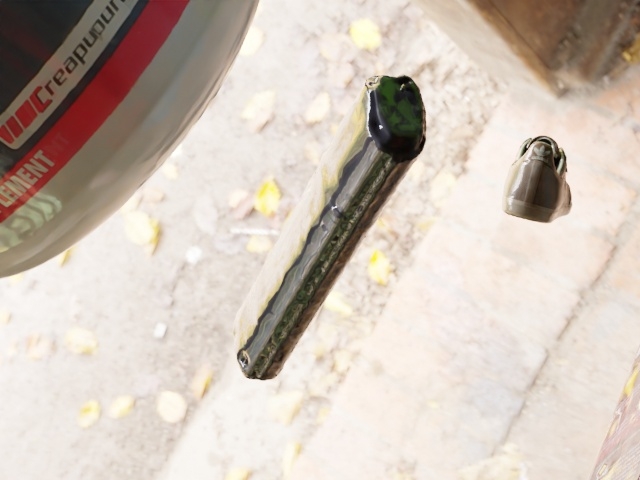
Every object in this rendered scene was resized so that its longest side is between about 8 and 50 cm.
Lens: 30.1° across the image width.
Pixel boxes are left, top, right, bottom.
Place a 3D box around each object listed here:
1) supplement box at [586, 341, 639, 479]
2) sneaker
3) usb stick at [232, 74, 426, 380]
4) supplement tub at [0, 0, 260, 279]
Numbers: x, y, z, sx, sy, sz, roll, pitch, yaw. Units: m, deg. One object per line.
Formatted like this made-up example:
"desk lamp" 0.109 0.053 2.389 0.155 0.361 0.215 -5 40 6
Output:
"supplement box" 0.233 0.139 0.779 0.073 0.130 0.239 29 58 5
"sneaker" 0.210 -0.062 1.108 0.066 0.188 0.071 16 103 8
"usb stick" 0.000 0.000 0.829 0.278 0.045 0.077 121 153 -44
"supplement tub" -0.169 -0.128 0.401 0.191 0.272 0.191 -34 35 28
